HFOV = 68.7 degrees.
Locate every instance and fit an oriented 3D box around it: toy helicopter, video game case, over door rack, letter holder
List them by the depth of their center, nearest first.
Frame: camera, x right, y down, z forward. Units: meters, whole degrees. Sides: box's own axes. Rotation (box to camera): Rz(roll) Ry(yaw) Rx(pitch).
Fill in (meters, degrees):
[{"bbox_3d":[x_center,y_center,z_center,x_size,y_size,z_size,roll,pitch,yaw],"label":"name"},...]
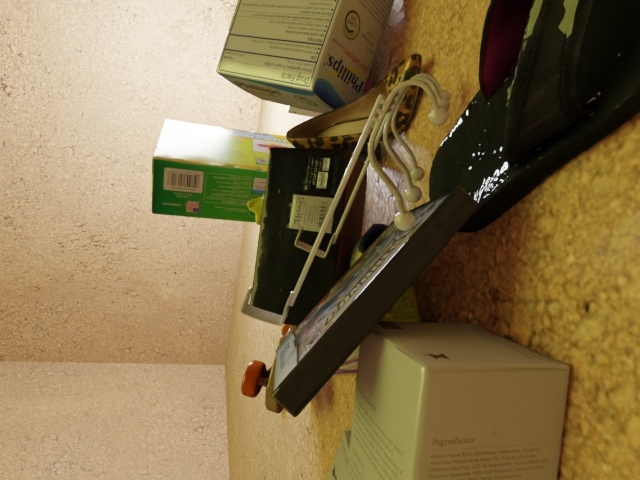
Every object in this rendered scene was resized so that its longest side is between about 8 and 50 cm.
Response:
[{"bbox_3d":[0.046,0.063,0.569,0.275,0.035,0.248,-48,0,-6],"label":"video game case"},{"bbox_3d":[0.055,-0.050,0.594,0.324,0.108,0.239,-54,0,25],"label":"over door rack"},{"bbox_3d":[0.000,0.000,0.882,0.214,0.152,0.301,12,-95,-68],"label":"letter holder"},{"bbox_3d":[-0.059,0.252,1.178,0.235,0.140,0.354,69,-144,-68],"label":"toy helicopter"}]

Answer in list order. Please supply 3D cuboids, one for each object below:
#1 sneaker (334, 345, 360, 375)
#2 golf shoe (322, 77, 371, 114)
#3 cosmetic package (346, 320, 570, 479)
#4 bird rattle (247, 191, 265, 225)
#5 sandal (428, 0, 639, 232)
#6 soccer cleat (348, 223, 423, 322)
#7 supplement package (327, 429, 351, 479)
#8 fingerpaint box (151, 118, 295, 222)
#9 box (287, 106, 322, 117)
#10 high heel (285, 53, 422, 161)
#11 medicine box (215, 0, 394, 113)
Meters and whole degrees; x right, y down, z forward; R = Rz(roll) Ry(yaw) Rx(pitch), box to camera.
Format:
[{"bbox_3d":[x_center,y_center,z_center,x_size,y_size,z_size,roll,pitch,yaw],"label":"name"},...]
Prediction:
[{"bbox_3d":[0.017,0.188,0.933,0.305,0.114,0.151,151,122,-71],"label":"sneaker"},{"bbox_3d":[0.057,-0.345,1.031,0.140,0.116,0.305,20,-124,-67],"label":"golf shoe"},{"bbox_3d":[0.126,0.188,0.472,0.151,0.152,0.183,-162,77,-74],"label":"cosmetic package"},{"bbox_3d":[-0.047,-0.094,1.152,0.143,0.253,0.206,8,130,37],"label":"bird rattle"},{"bbox_3d":[0.192,-0.149,0.429,0.445,0.107,0.167,115,155,-53],"label":"sandal"},{"bbox_3d":[0.104,0.080,0.700,0.289,0.094,0.121,-106,29,-54],"label":"soccer cleat"},{"bbox_3d":[0.073,0.379,0.687,0.105,0.105,0.179,-111,31,-59],"label":"supplement package"},{"bbox_3d":[-0.237,-0.198,1.358,0.371,0.446,0.163,-113,31,-59],"label":"fingerpaint box"},{"bbox_3d":[-0.035,-0.493,1.357,0.094,0.113,0.274,124,147,-59],"label":"box"},{"bbox_3d":[0.052,-0.226,0.810,0.261,0.187,0.093,120,152,-56],"label":"high heel"},{"bbox_3d":[-0.028,-0.417,0.911,0.264,0.149,0.289,23,97,34],"label":"medicine box"}]
